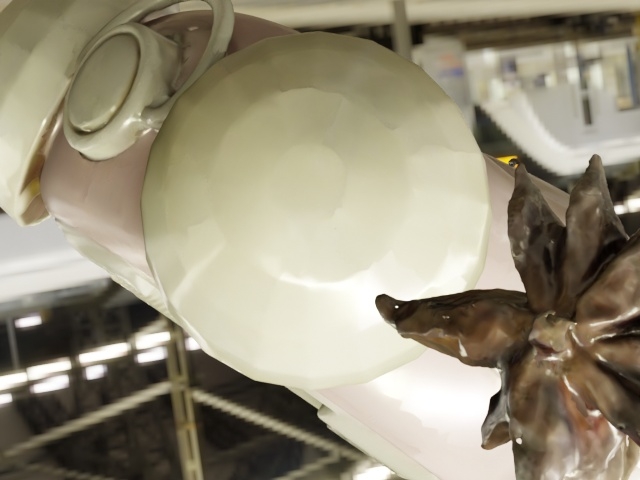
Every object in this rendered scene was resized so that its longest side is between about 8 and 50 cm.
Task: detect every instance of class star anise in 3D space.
[{"bbox_3d":[0.084,0.020,0.410,0.129,0.124,0.056,-43,147,23],"label":"star anise"}]

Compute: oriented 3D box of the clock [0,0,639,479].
[{"bbox_3d":[0.000,0.000,0.723,0.326,0.184,0.342,32,171,-38],"label":"clock"}]
